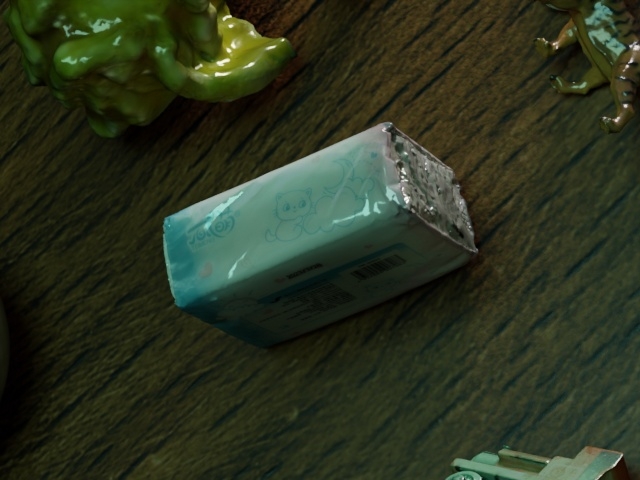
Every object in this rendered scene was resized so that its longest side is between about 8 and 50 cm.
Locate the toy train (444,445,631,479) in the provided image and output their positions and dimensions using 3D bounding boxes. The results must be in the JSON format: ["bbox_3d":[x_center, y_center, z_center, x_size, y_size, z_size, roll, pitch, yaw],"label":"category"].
[{"bbox_3d":[0.194,0.238,1.666,0.176,0.074,0.118,7,37,45],"label":"toy train"}]

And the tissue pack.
[{"bbox_3d":[-0.001,-0.001,1.802,0.271,0.201,0.124,-22,69,20],"label":"tissue pack"}]

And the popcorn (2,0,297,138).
[{"bbox_3d":[-0.194,-0.249,1.980,0.290,0.325,0.321,-55,12,4],"label":"popcorn"}]

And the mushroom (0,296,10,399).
[{"bbox_3d":[-0.529,0.153,1.995,0.353,0.353,0.325,16,110,33],"label":"mushroom"}]

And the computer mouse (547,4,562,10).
[{"bbox_3d":[0.273,-0.337,1.876,0.102,0.045,0.199,-4,68,31],"label":"computer mouse"}]

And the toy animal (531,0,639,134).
[{"bbox_3d":[0.297,-0.177,1.781,0.116,0.114,0.255,-25,76,-3],"label":"toy animal"}]
